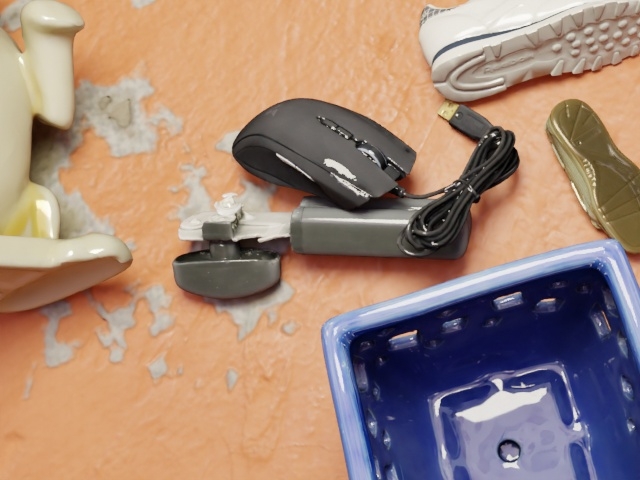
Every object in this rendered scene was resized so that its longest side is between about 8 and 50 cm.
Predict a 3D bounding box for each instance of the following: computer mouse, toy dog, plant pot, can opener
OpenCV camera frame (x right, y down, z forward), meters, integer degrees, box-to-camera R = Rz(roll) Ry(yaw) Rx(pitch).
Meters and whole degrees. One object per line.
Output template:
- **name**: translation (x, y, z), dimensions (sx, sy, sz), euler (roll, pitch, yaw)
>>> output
- **computer mouse**: translation (0.052, -0.099, 0.951), dimensions (0.262, 0.060, 0.184), euler (28, 54, 34)
- **toy dog**: translation (-0.389, -0.129, 0.990), dimensions (0.395, 0.284, 0.408), euler (-26, 70, 43)
- **plant pot**: translation (0.149, 0.156, 0.810), dimensions (0.235, 0.212, 0.236), euler (-16, 74, 7)
- **can opener**: translation (0.000, 0.000, 0.964), dimensions (0.280, 0.074, 0.093), euler (-3, 110, 12)

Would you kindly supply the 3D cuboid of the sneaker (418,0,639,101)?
- **sneaker**: translation (0.208, -0.208, 0.961), dimensions (0.235, 0.090, 0.095), euler (-11, 54, 3)

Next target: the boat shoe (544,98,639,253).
- **boat shoe**: translation (0.252, -0.055, 0.935), dimensions (0.056, 0.048, 0.153), euler (-30, 79, -10)
